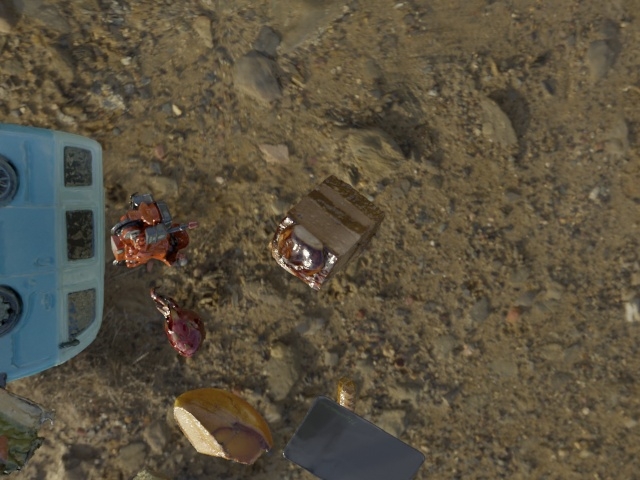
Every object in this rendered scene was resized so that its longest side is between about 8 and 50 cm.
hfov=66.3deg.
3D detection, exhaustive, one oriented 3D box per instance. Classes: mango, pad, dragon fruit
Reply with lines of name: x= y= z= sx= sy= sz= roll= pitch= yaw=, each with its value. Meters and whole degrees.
mango: x=-0.325 y=0.601 z=1.590 sx=0.350 sy=0.199 sz=0.201 roll=41 pitch=101 yaw=-15
pad: x=0.041 y=0.277 z=0.628 sx=0.157 sy=0.003 sz=0.112 roll=30 pitch=107 yaw=2
dragon fruit: x=-0.336 y=0.185 z=1.170 sx=0.094 sy=0.094 sz=0.190 roll=-28 pitch=90 yaw=2

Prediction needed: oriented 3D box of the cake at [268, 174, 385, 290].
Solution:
cake: x=0.000 y=0.000 z=1.252 sx=0.196 sy=0.293 sz=0.198 roll=40 pitch=139 yaw=7

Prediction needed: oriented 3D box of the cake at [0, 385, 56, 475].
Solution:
cake: x=-0.221 y=0.093 z=0.268 sx=0.140 sy=0.051 sz=0.055 roll=2 pitch=127 yaw=10

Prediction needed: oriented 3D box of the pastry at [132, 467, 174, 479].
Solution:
pastry: x=-0.384 y=0.597 z=1.148 sx=0.121 sy=0.258 sz=0.089 roll=24 pitch=63 yaw=-13

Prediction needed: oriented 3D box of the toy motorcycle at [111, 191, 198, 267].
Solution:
toy motorcycle: x=-0.473 y=-0.012 z=1.376 sx=0.221 sy=0.325 sz=0.147 roll=-21 pitch=75 yaw=-29

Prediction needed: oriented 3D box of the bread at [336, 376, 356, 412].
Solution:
bread: x=0.065 y=0.419 z=1.259 sx=0.044 sy=0.052 sz=0.157 roll=-13 pitch=123 yaw=-24

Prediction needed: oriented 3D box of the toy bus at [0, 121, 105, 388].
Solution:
toy bus: x=-0.327 y=0.010 z=0.541 sx=0.133 sy=0.165 sz=0.271 roll=8 pitch=98 yaw=33
